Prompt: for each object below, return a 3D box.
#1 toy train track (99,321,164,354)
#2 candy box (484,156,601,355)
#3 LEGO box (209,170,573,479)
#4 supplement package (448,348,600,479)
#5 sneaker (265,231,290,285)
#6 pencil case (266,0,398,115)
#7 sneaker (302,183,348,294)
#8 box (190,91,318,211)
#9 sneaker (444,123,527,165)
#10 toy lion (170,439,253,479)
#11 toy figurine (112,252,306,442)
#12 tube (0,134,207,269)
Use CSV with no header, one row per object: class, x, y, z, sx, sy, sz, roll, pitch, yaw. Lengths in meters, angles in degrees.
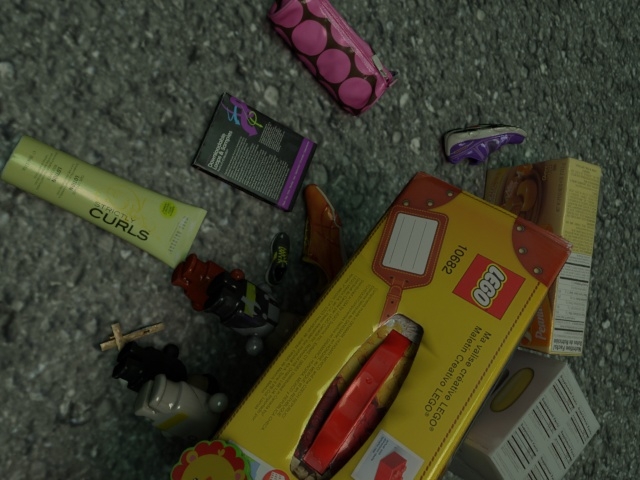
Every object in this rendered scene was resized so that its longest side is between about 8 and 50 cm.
toy train track,-0.253,0.128,0.679,0.083,0.014,0.048,-17,98,-32
candy box,0.370,0.027,0.890,0.087,0.183,0.317,8,87,-25
LEGO box,0.065,0.231,0.625,0.500,0.193,0.372,-51,155,-18
supplement package,0.308,0.303,0.857,0.203,0.194,0.149,-39,107,-21
sneaker,-0.059,0.029,0.760,0.031,0.035,0.083,12,85,-27
pencil case,0.020,-0.293,0.760,0.209,0.098,0.095,41,74,-20
sneaker,0.000,0.000,0.776,0.067,0.064,0.175,-16,95,-15
box,-0.094,-0.126,0.745,0.162,0.029,0.116,26,79,-25
sneaker,0.299,-0.176,0.930,0.169,0.068,0.071,-12,111,-17
toy lion,-0.088,0.223,0.427,0.096,0.100,0.034,-59,157,-29
toy figurine,-0.132,0.139,0.631,0.148,0.209,0.213,38,75,-29
tube,-0.268,-0.050,0.647,0.240,0.062,0.070,29,119,-29
